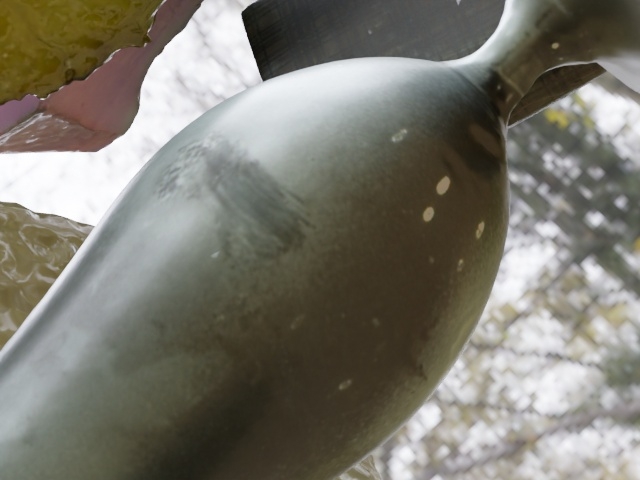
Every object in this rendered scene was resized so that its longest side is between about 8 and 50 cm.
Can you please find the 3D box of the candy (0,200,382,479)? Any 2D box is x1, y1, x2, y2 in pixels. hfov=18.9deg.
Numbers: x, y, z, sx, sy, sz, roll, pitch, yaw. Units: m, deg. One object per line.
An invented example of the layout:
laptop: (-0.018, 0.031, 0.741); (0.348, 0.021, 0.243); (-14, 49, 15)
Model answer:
candy: (-0.133, 0.084, 0.889); (0.320, 0.179, 0.135); (15, -53, -30)

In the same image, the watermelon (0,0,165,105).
watermelon: (-0.186, -0.048, 0.607); (0.301, 0.129, 0.123); (-33, 4, 21)

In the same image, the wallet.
wallet: (0.109, -0.145, 1.056); (0.317, 0.169, 0.044); (-29, -37, 13)

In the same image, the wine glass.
wine glass: (0.000, 0.000, 0.509); (0.222, 0.103, 0.103); (-45, -41, -7)

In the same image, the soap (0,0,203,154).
soap: (-0.157, -0.209, 1.141); (0.109, 0.192, 0.324); (-15, -67, -63)
